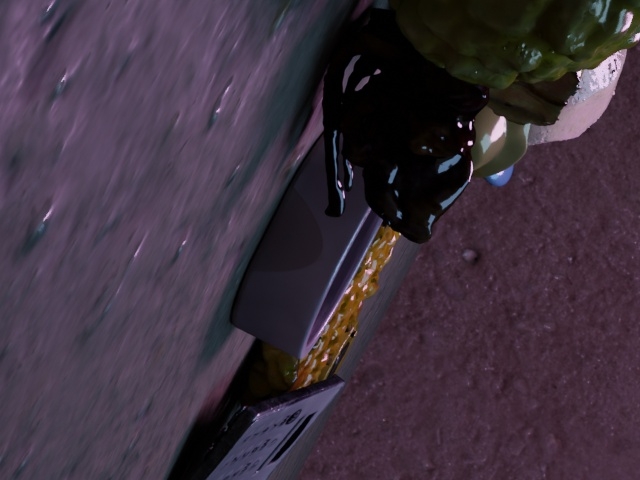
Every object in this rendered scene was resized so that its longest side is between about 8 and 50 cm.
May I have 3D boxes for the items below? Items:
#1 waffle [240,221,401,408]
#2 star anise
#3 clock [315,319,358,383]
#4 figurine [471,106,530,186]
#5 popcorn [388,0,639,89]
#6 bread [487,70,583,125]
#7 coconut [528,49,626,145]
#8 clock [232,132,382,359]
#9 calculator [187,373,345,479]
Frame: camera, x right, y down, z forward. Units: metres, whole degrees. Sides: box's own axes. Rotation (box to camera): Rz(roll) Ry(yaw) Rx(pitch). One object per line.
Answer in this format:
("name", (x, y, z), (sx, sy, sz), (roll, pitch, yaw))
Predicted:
("waffle", (0.003, 0.068, 1.761), (0.329, 0.062, 0.329), (-57, 172, -13))
("star anise", (0.075, -0.114, 1.208), (0.190, 0.125, 0.220), (14, -98, 55))
("clock", (-0.001, 0.154, 2.174), (0.237, 0.057, 0.237), (-60, 174, -11))
("figurine", (0.178, -0.167, 1.811), (0.262, 0.153, 0.180), (-46, 150, -51))
("popcorn", (0.137, -0.228, 1.044), (0.237, 0.252, 0.206), (-25, 173, 37))
("bread", (0.189, -0.251, 1.439), (0.264, 0.167, 0.163), (-62, 176, -12))
("coconut", (0.262, -0.216, 2.027), (0.224, 0.224, 0.234), (-60, 173, -25))
("clock", (0.000, 0.000, 1.415), (0.197, 0.068, 0.197), (-62, 174, -10))
("calculator", (-0.066, 0.206, 1.636), (0.161, 0.021, 0.261), (-52, 166, 16))
